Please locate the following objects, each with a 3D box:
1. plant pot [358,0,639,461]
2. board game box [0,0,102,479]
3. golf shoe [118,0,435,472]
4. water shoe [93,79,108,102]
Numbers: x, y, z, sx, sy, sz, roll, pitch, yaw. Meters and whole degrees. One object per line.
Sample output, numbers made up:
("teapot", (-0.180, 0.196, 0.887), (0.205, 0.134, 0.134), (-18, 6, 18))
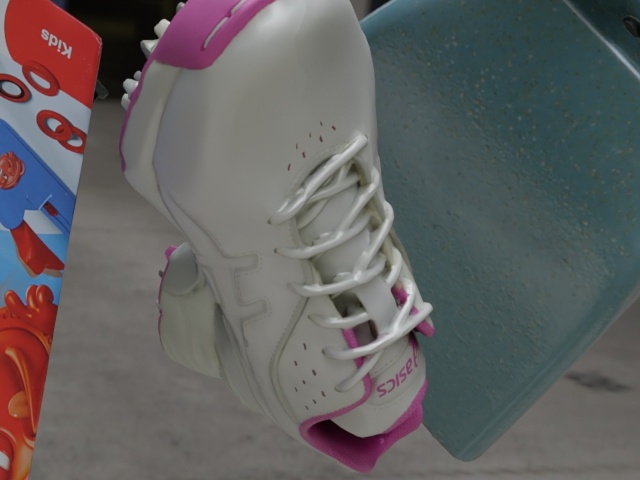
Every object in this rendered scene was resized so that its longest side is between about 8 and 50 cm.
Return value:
("plant pot", (0.136, -0.067, 0.865), (0.247, 0.252, 0.248), (49, 47, 6))
("board game box", (-0.230, -0.008, 0.489), (0.086, 0.302, 0.308), (-17, -34, 35))
("golf shoe", (0.000, 0.000, 0.599), (0.140, 0.115, 0.306), (42, -19, 19))
("water shoe", (-0.212, -0.113, 0.986), (0.080, 0.073, 0.203), (47, 23, 7))
